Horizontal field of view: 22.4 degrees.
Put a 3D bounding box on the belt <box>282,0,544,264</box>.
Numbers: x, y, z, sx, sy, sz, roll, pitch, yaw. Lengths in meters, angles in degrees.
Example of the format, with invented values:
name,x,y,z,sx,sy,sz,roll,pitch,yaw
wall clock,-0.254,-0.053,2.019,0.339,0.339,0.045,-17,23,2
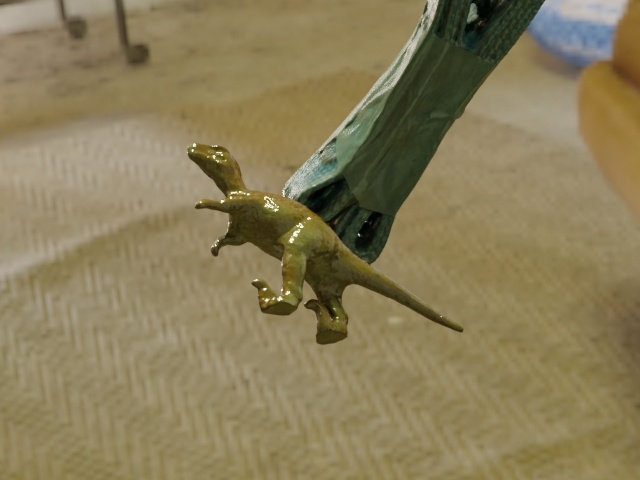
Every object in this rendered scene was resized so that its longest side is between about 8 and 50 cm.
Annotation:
name,x,y,z,sx,sy,sz,roll,pitch,yaw
belt,0.067,-0.113,1.181,0.087,0.302,0.072,25,15,-28

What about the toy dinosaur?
name,x,y,z,sx,sy,sz,roll,pitch,yaw
toy dinosaur,0.000,0.000,0.963,0.162,0.039,0.126,4,54,-29
